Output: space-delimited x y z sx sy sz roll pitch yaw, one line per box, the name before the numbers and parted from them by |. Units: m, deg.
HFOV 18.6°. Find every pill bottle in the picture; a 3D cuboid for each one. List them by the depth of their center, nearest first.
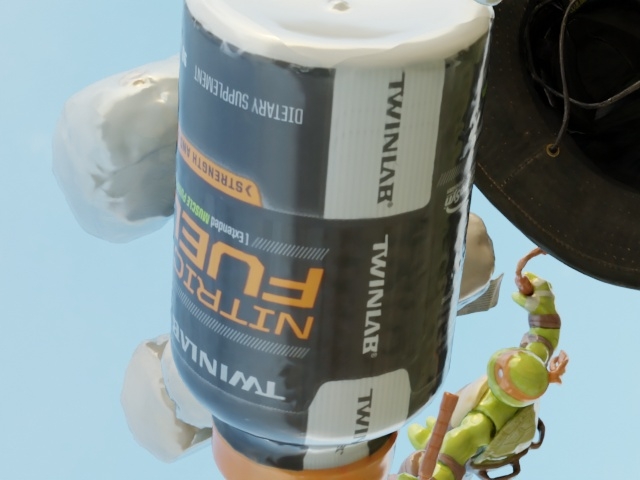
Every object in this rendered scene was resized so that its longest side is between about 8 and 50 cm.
pill bottle | 0.000 0.000 0.861 0.130 0.130 0.246 -34 -42 -45

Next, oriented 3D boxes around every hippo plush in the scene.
hippo plush | -0.027 -0.029 1.203 0.294 0.234 0.236 -20 -102 -46

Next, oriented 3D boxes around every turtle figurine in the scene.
turtle figurine | 0.114 0.118 1.352 0.087 0.217 0.269 35 -125 0

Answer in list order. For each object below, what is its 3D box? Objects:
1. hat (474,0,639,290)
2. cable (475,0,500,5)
hat | 0.223 -0.103 1.355 0.134 0.331 0.331 102 -178 -75
cable | 0.055 -0.204 0.472 0.139 0.072 0.287 -11 -66 -47
